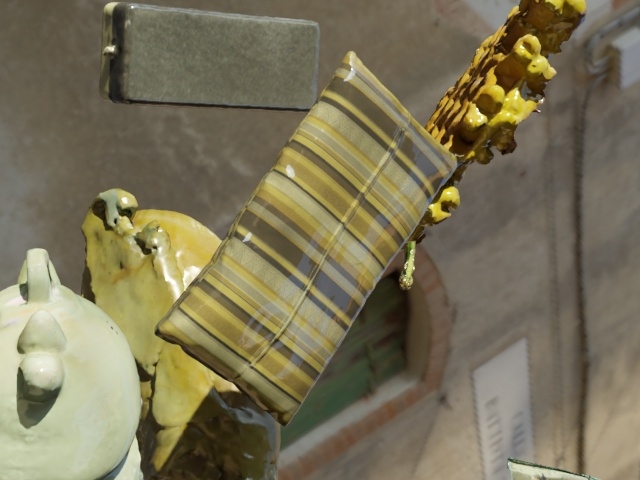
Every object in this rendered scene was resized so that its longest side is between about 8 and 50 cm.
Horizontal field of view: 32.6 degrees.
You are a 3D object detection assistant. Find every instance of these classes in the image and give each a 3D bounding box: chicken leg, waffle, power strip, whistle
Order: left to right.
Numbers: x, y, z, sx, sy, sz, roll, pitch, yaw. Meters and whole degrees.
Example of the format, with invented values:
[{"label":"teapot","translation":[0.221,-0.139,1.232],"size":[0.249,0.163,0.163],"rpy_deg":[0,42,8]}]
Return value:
[{"label":"whistle","translation":[-0.130,0.120,0.509],"size":[0.105,0.102,0.253],"rpy_deg":[9,-65,13]},{"label":"power strip","translation":[-0.119,-0.194,1.172],"size":[0.070,0.256,0.105],"rpy_deg":[12,-78,51]},{"label":"chicken leg","translation":[-0.084,0.164,0.833],"size":[0.201,0.152,0.429],"rpy_deg":[118,-40,-48]},{"label":"waffle","translation":[0.114,-0.094,0.808],"size":[0.051,0.232,0.229],"rpy_deg":[34,11,-5]}]

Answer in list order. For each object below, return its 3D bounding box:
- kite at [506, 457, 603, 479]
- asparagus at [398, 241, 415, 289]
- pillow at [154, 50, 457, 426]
[{"label":"kite","translation":[0.264,0.361,1.147],"size":[0.011,0.314,0.335],"rpy_deg":[-7,-69,52]},{"label":"asparagus","translation":[0.092,0.004,1.145],"size":[0.015,0.018,0.127],"rpy_deg":[43,34,-29]},{"label":"pillow","translation":[0.000,0.000,0.649],"size":[0.113,0.203,0.038],"rpy_deg":[41,-14,-31]}]
